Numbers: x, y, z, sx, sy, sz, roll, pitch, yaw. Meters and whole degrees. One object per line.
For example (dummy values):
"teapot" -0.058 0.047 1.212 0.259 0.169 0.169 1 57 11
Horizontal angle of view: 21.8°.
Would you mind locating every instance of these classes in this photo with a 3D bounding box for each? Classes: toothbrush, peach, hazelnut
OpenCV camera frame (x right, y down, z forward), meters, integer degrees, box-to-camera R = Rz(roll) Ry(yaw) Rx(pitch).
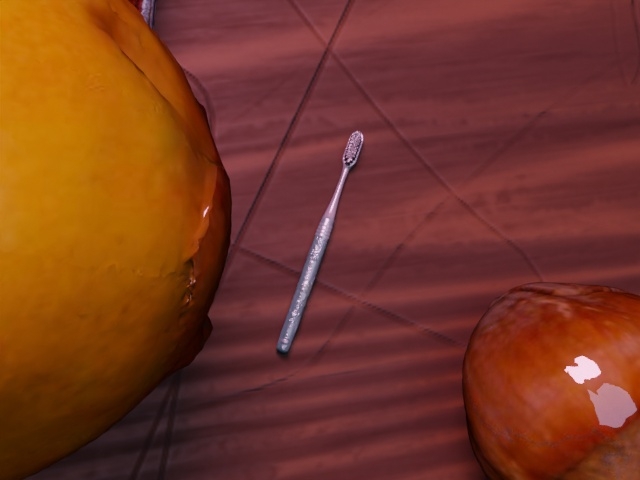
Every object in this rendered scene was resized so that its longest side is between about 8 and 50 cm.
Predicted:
"toothbrush" 0.000 0.000 1.163 0.011 0.014 0.167 19 82 4
"peach" -0.228 -0.010 0.955 0.372 0.290 0.373 1 84 -11
"hazelnut" 0.174 0.113 1.132 0.182 0.182 0.182 1 86 -15

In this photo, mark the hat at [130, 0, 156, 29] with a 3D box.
"hat" -0.206 -0.174 1.085 0.227 0.129 0.140 10 103 3
